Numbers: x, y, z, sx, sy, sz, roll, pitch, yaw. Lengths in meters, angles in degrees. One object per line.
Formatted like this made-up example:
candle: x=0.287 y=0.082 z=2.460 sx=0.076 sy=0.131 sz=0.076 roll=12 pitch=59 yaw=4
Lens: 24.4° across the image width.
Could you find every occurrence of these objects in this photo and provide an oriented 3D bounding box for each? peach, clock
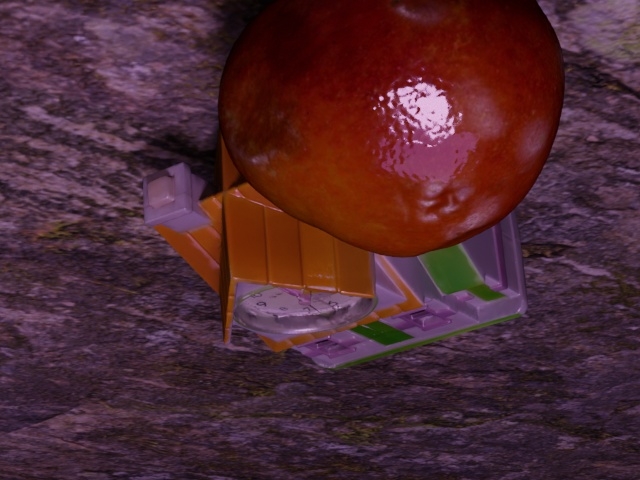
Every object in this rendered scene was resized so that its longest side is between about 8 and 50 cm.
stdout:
peach: x=0.047 y=-0.102 z=1.006 sx=0.243 sy=0.199 sz=0.243 roll=1 pitch=146 yaw=1
clock: x=0.000 y=-0.001 z=1.278 sx=0.235 sy=0.166 sz=0.309 roll=-19 pitch=152 yaw=30
